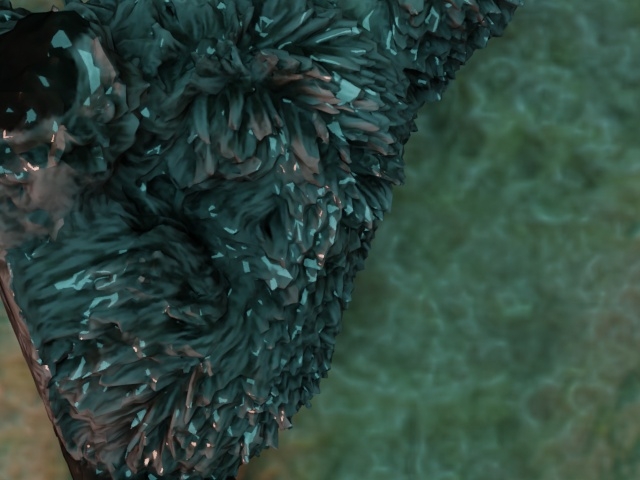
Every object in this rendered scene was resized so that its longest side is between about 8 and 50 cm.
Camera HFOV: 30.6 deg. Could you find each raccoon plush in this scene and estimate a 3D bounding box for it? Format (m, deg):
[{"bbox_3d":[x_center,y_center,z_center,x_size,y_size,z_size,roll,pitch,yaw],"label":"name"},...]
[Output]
[{"bbox_3d":[0.000,0.000,0.566,0.299,0.216,0.447,-21,120,-16],"label":"raccoon plush"}]
